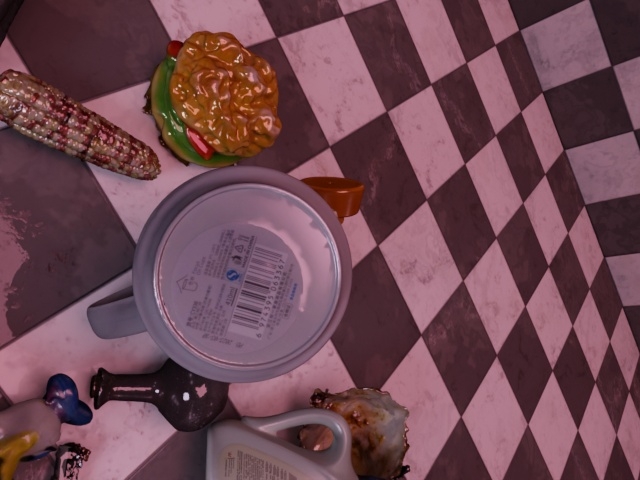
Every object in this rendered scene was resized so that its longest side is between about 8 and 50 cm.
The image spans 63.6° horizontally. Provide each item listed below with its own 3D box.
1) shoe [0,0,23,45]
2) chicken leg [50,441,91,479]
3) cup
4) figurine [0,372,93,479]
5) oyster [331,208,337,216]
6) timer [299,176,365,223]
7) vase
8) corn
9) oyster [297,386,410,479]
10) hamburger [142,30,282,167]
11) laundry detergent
[{"bbox_3d":[-0.453,-0.393,0.604,0.237,0.171,0.383,29,70,-40],"label":"shoe"},{"bbox_3d":[-0.348,0.374,0.618,0.106,0.051,0.253,42,52,-23],"label":"chicken leg"},{"bbox_3d":[-0.146,0.048,0.669,0.323,0.327,0.236,-22,97,-12],"label":"cup"},{"bbox_3d":[-0.384,0.199,0.532,0.338,0.205,0.283,19,42,-53],"label":"figurine"},{"bbox_3d":[0.000,0.000,0.928,0.081,0.191,0.163,-20,84,-19],"label":"oyster"},{"bbox_3d":[0.017,-0.041,1.026,0.132,0.132,0.152,-15,115,-44],"label":"timer"},{"bbox_3d":[-0.227,0.209,0.732,0.183,0.120,0.120,10,73,-27],"label":"vase"},{"bbox_3d":[-0.336,-0.153,0.730,0.237,0.080,0.079,26,64,-39],"label":"corn"},{"bbox_3d":[0.055,0.422,0.897,0.133,0.198,0.336,40,55,-72],"label":"oyster"},{"bbox_3d":[-0.163,-0.240,0.861,0.237,0.149,0.236,10,74,-40],"label":"hamburger"},{"bbox_3d":[-0.031,0.369,0.787,0.281,0.105,0.214,-1,74,-7],"label":"laundry detergent"}]
